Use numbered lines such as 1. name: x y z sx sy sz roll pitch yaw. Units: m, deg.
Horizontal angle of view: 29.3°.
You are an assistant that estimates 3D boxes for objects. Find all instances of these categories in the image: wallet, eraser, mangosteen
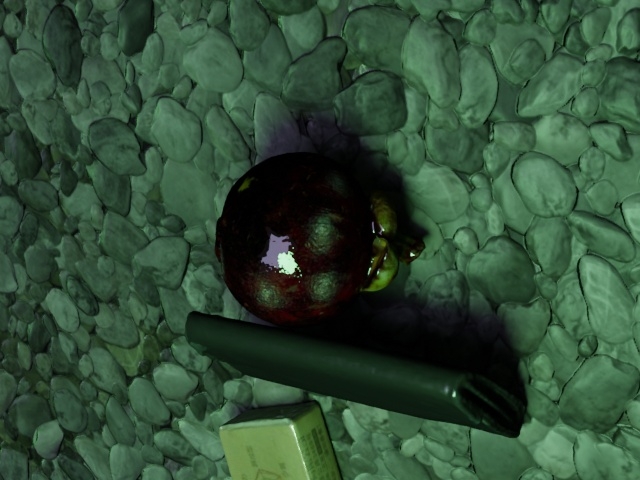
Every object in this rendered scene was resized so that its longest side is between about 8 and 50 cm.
1. wallet: 0.041 0.172 1.568 0.406 0.228 0.062 8 76 32
2. eraser: -0.027 0.407 1.763 0.144 0.078 0.343 -11 99 36
3. mangosteen: 0.000 0.000 1.552 0.265 0.228 0.228 2 108 1
